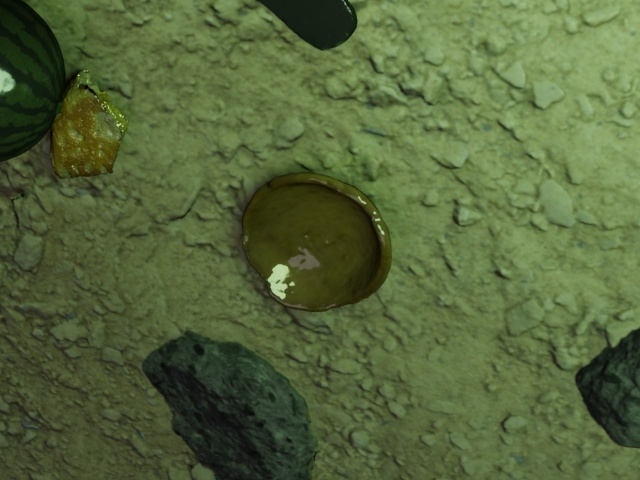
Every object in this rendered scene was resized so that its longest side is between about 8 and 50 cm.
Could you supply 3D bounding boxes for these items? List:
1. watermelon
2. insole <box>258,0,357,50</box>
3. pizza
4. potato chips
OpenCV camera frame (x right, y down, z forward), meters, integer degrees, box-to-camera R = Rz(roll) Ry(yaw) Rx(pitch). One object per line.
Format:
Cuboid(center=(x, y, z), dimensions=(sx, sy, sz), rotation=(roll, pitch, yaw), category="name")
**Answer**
Cuboid(center=(-0.396, -0.190, 1.413), dimensions=(0.212, 0.212, 0.212), rotation=(11, 128, 14), category="watermelon")
Cuboid(center=(-0.079, -0.323, 1.315), dimensions=(0.309, 0.012, 0.110), rotation=(42, 128, -11), category="insole")
Cuboid(center=(-0.286, -0.134, 1.520), dimensions=(0.099, 0.036, 0.160), rotation=(26, 130, 3), category="pizza")
Cuboid(center=(0.000, -0.001, 1.488), dimensions=(0.195, 0.062, 0.208), rotation=(21, 131, 14), category="potato chips")
